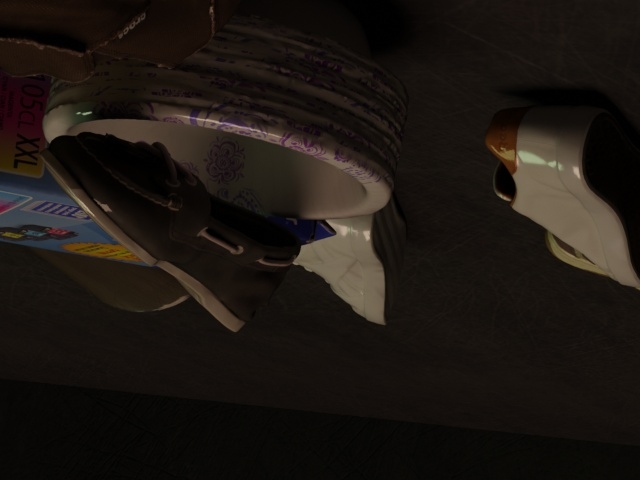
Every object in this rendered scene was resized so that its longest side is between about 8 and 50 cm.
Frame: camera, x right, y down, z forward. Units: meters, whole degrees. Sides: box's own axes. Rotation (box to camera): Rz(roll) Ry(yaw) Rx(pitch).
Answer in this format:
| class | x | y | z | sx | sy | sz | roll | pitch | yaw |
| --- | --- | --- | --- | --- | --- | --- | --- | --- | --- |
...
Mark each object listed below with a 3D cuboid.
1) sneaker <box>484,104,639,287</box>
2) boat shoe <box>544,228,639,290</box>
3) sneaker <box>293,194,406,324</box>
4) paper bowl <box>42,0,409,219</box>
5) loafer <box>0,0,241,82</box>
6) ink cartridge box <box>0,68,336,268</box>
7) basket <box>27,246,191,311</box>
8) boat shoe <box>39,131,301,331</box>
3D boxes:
| class | x | y | z | sx | sy | sz | roll | pitch | yaw |
| --- | --- | --- | --- | --- | --- | --- | --- | --- | --- |
| sneaker | 0.233 | -0.048 | 1.738 | 0.123 | 0.106 | 0.290 | 10 | 159 | 30 |
| boat shoe | 0.338 | 0.013 | 1.925 | 0.224 | 0.080 | 0.073 | 16 | 171 | -3 |
| sneaker | 0.000 | 0.000 | 2.109 | 0.169 | 0.108 | 0.292 | 9 | 157 | 13 |
| paper bowl | -0.070 | -0.122 | 1.535 | 0.284 | 0.148 | 0.284 | 9 | 166 | 2 |
| loafer | -0.181 | -0.153 | 1.250 | 0.366 | 0.130 | 0.134 | -4 | -140 | -49 |
| ink cartridge box | -0.176 | -0.070 | 1.788 | 0.395 | 0.151 | 0.270 | 9 | 169 | -27 |
| basket | -0.247 | -0.032 | 2.059 | 0.204 | 0.154 | 0.227 | 11 | 165 | 33 |
| boat shoe | -0.110 | -0.026 | 1.503 | 0.112 | 0.095 | 0.335 | 45 | 180 | 28 |
